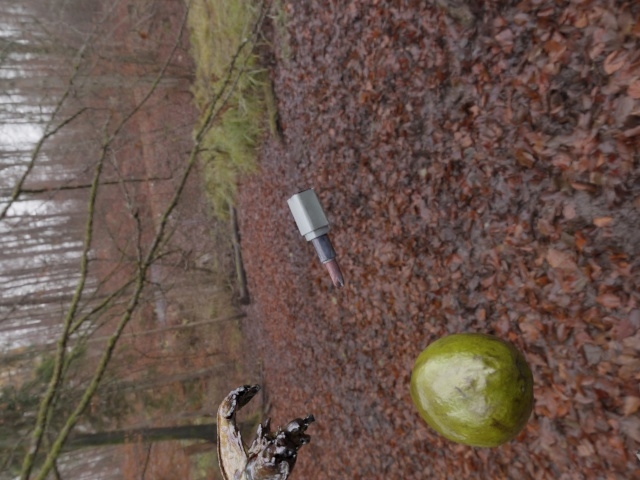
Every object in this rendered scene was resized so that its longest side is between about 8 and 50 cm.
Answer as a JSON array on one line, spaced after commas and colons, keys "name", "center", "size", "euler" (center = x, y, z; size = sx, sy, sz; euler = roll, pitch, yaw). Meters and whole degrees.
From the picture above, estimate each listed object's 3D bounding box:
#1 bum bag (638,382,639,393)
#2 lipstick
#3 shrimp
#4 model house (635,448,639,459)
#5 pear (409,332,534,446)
[{"name": "bum bag", "center": [0.645, 0.291, 0.711], "size": [0.087, 0.198, 0.049], "euler": [-76, -1, -52]}, {"name": "lipstick", "center": [0.000, 0.000, 0.439], "size": [0.025, 0.025, 0.107], "euler": [-21, 93, 59]}, {"name": "shrimp", "center": [-0.107, 0.318, 0.685], "size": [0.178, 0.075, 0.289], "euler": [49, 135, 28]}, {"name": "model house", "center": [0.780, 0.421, 0.766], "size": [0.178, 0.207, 0.271], "euler": [60, 166, 10]}, {"name": "pear", "center": [0.477, 0.462, 1.340], "size": [0.413, 0.352, 0.351], "euler": [-44, 55, 46]}]
